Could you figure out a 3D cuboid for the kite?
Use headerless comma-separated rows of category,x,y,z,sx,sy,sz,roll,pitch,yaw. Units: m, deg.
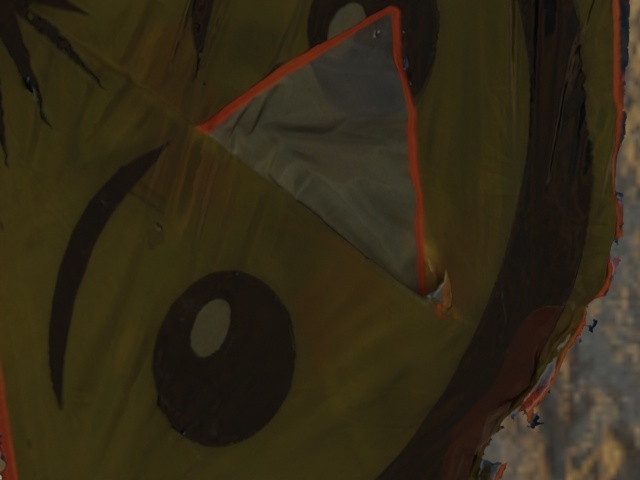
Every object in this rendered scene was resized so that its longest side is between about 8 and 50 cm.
kite,0.002,0.001,0.475,0.013,0.327,0.377,21,80,35
